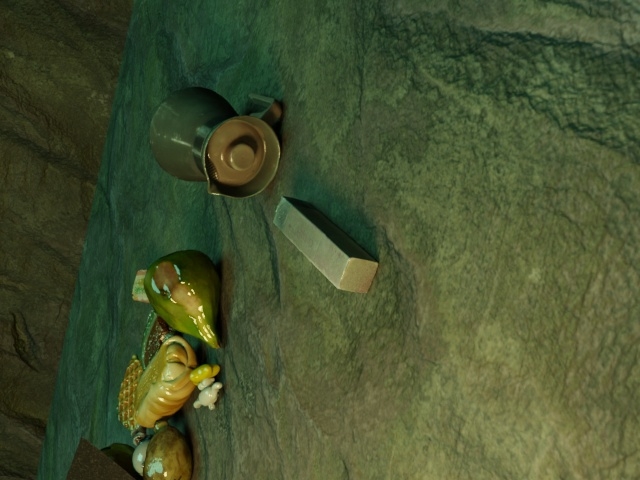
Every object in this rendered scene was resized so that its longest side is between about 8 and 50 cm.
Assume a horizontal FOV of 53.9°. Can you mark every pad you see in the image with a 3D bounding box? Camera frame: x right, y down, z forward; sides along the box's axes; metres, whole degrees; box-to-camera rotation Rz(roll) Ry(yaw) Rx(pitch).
[{"bbox_3d":[-0.601,0.739,1.829,0.330,0.004,0.220,32,113,14],"label":"pad"}]

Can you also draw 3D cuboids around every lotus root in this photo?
[{"bbox_3d":[-0.399,0.563,1.642,0.138,0.138,0.214,-52,39,37],"label":"lotus root"}]

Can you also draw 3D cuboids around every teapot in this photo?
[{"bbox_3d":[-0.250,-0.258,1.591,0.300,0.253,0.344,-48,38,-9],"label":"teapot"}]

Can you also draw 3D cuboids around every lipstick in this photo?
[{"bbox_3d":[0.000,0.000,1.216,0.317,0.068,0.066,43,116,56],"label":"lipstick"}]

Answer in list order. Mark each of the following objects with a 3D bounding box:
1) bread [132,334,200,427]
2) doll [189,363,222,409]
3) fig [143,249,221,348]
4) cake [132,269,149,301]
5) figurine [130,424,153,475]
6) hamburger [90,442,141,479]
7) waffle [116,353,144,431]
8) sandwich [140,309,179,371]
[{"bbox_3d":[-0.426,0.399,1.743,0.311,0.121,0.172,-50,37,40],"label":"bread"},{"bbox_3d":[-0.285,0.367,1.580,0.135,0.072,0.113,-15,75,52],"label":"doll"},{"bbox_3d":[-0.334,0.166,1.635,0.206,0.206,0.275,-41,76,46],"label":"fig"},{"bbox_3d":[-0.542,0.149,2.057,0.225,0.090,0.109,-8,69,57],"label":"cake"},{"bbox_3d":[-0.501,0.611,1.836,0.147,0.093,0.197,-52,26,2],"label":"figurine"},{"bbox_3d":[-0.633,0.718,1.933,0.185,0.177,0.113,45,112,40],"label":"hamburger"},{"bbox_3d":[-0.617,0.508,2.104,0.243,0.059,0.237,25,98,57],"label":"waffle"},{"bbox_3d":[-0.494,0.330,1.921,0.159,0.079,0.235,23,100,59],"label":"sandwich"}]
